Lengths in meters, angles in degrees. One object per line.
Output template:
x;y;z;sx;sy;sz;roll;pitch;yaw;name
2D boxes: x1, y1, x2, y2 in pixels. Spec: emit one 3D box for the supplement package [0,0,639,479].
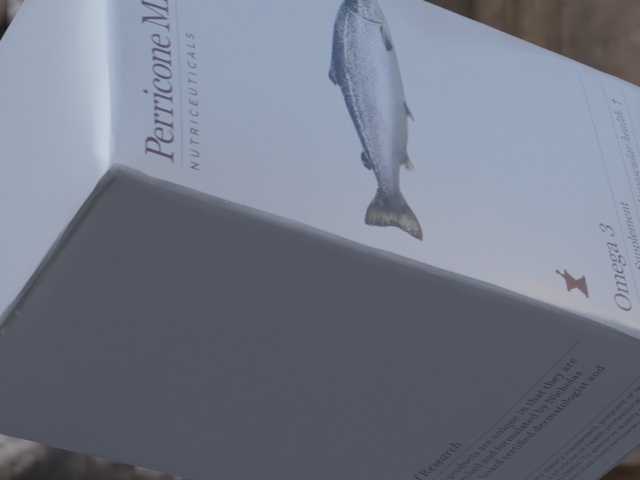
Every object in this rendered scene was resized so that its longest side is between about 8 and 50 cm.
0.000;0.000;0.491;0.179;0.105;0.105;17;-45;-27;supplement package
